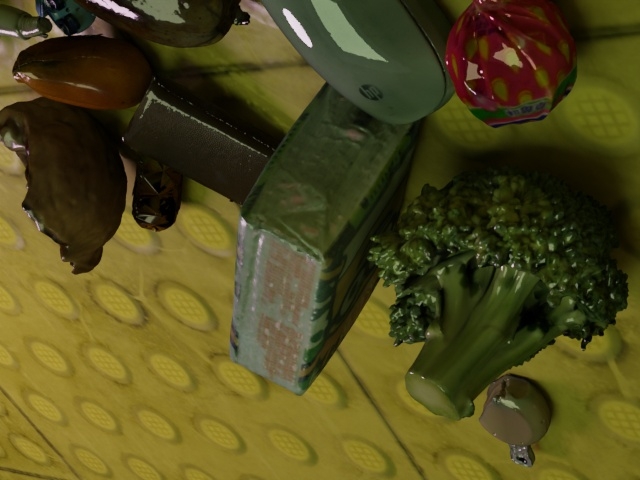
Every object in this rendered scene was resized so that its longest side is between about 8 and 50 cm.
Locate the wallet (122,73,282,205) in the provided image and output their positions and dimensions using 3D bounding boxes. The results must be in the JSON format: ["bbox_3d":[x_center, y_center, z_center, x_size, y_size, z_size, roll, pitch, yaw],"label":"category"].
[{"bbox_3d":[-0.128,-0.111,1.689,0.198,0.031,0.110,28,131,-11],"label":"wallet"}]

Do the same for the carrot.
[{"bbox_3d":[-0.207,-0.091,1.815,0.069,0.069,0.229,29,147,10],"label":"carrot"}]

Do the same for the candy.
[{"bbox_3d":[0.134,-0.267,1.248,0.124,0.124,0.365,4,126,40],"label":"candy"}]

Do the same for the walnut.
[{"bbox_3d":[-0.322,-0.080,1.834,0.238,0.141,0.204,60,179,-13],"label":"walnut"}]

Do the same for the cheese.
[{"bbox_3d":[0.247,0.236,1.843,0.092,0.048,0.171,27,148,14],"label":"cheese"}]

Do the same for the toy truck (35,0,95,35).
[{"bbox_3d":[-0.305,-0.280,1.670,0.090,0.056,0.073,17,142,49],"label":"toy truck"}]

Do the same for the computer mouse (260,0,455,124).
[{"bbox_3d":[0.013,-0.226,1.400,0.288,0.097,0.159,43,150,-14],"label":"computer mouse"}]

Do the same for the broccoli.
[{"bbox_3d":[0.175,0.045,1.490,0.235,0.259,0.288,56,168,36],"label":"broccoli"}]

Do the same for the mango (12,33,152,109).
[{"bbox_3d":[-0.280,-0.202,1.688,0.159,0.084,0.105,13,168,-11],"label":"mango"}]

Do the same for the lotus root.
[{"bbox_3d":[-0.190,-0.281,1.491,0.241,0.123,0.124,24,138,13],"label":"lotus root"}]

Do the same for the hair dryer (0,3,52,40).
[{"bbox_3d":[-0.479,-0.325,1.725,0.298,0.119,0.296,-20,111,48],"label":"hair dryer"}]

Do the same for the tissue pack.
[{"bbox_3d":[0.000,0.000,1.588,0.128,0.228,0.311,26,148,12],"label":"tissue pack"}]
